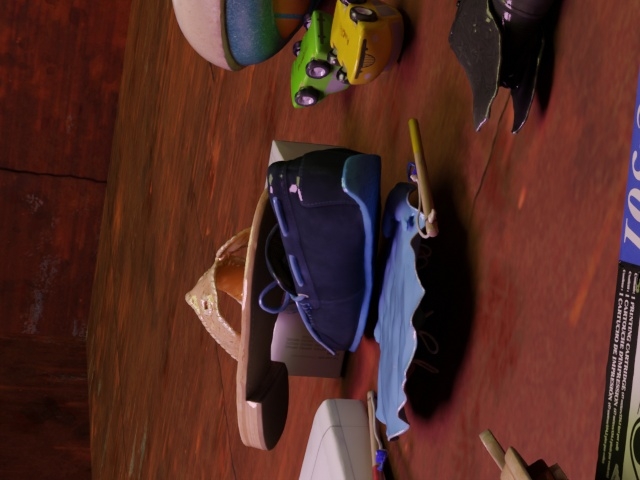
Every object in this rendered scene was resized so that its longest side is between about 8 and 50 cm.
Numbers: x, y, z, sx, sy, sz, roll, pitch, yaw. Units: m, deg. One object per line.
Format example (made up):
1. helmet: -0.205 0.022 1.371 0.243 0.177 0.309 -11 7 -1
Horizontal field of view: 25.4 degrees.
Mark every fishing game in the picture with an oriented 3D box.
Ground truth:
1. fishing game: 0.063 0.052 1.020 0.189 0.041 0.264 -94 9 -59

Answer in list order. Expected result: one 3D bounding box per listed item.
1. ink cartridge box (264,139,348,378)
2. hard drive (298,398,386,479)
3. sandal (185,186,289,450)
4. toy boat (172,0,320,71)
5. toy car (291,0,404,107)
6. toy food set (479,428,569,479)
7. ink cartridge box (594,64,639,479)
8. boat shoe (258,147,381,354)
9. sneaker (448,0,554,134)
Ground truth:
1. ink cartridge box: -0.012 0.017 1.256 0.127 0.072 0.175 -116 34 -62
2. hard drive: 0.025 0.322 1.069 0.353 0.047 0.233 -106 25 -54
3. sandal: -0.075 0.063 1.172 0.088 0.079 0.240 -50 -35 -57
4. toy boat: -0.039 -0.312 1.317 0.267 0.148 0.318 -55 -24 -69
5. toy car: 0.021 -0.192 1.231 0.225 0.053 0.239 117 154 -58
6. toy food set: 0.126 0.142 0.623 0.132 0.038 0.192 55 -177 -8
7. ink cartridge box: 0.164 0.026 0.600 0.097 0.046 0.207 -154 69 -75
8. boat shoe: 0.000 0.000 1.092 0.258 0.089 0.109 90 -173 -56
9. sneaker: 0.104 -0.149 0.886 0.170 0.051 0.089 -106 29 -47
